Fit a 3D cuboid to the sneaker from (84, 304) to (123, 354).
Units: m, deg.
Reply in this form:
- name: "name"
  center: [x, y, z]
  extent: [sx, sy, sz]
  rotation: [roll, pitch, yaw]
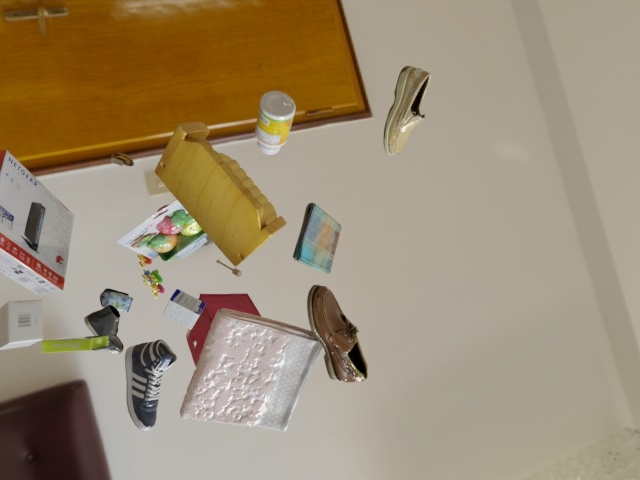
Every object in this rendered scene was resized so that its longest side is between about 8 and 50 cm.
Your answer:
- name: "sneaker"
  center: [-0.874, 0.380, 1.736]
  extent: [0.222, 0.118, 0.083]
  rotation: [64, -6, -28]

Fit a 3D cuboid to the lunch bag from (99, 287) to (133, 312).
- name: "lunch bag"
  center: [-1.060, 0.308, 2.132]
  extent: [0.151, 0.128, 0.096]
  rotation: [2, -109, 51]

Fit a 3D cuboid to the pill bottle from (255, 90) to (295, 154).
- name: "pill bottle"
  center: [-0.188, -0.458, 1.645]
  extent: [0.246, 0.136, 0.137]
  rotation: [119, -45, -59]

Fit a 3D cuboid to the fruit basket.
- name: "fruit basket"
  center: [-0.556, -0.044, 1.570]
  extent: [0.165, 0.327, 0.353]
  rotation: [52, -11, 3]

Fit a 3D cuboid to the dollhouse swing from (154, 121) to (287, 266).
- name: "dollhouse swing"
  center: [-0.225, -0.163, 1.189]
  extent: [0.347, 0.305, 0.315]
  rotation: [51, -43, -4]

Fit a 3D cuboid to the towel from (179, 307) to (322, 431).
- name: "towel"
  center: [-0.185, 0.371, 1.139]
  extent: [0.332, 0.316, 0.053]
  rotation: [-67, -159, 11]

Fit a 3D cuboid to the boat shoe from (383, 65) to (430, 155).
- name: "boat shoe"
  center: [0.187, -0.266, 0.879]
  extent: [0.072, 0.068, 0.190]
  rotation: [30, -50, 31]

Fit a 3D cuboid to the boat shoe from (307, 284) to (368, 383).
- name: "boat shoe"
  center: [0.055, 0.247, 1.093]
  extent: [0.104, 0.111, 0.308]
  rotation: [-1, -58, 32]

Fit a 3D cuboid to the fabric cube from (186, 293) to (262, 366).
- name: "fabric cube"
  center: [-0.443, 0.423, 1.912]
  extent: [0.254, 0.258, 0.258]
  rotation: [49, -57, 44]

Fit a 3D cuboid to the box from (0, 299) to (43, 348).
- name: "box"
  center: [-0.965, 0.270, 1.318]
  extent: [0.170, 0.091, 0.130]
  rotation: [-21, -106, 40]

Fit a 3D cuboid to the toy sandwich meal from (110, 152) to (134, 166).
- name: "toy sandwich meal"
  center: [-0.757, -0.303, 1.574]
  extent: [0.086, 0.085, 0.029]
  rotation: [109, -5, -64]

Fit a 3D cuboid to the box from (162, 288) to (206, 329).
- name: "box"
  center: [-0.569, 0.287, 1.718]
  extent: [0.126, 0.137, 0.072]
  rotation: [-52, -166, 38]

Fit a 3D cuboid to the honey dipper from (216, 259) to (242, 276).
- name: "honey dipper"
  center: [-0.427, 0.123, 1.910]
  extent: [0.160, 0.030, 0.031]
  rotation: [26, -44, 32]

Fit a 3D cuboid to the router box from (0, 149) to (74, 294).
- name: "router box"
  center: [-0.889, -0.043, 1.231]
  extent: [0.336, 0.082, 0.301]
  rotation: [81, -3, -59]

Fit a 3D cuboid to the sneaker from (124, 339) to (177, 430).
- name: "sneaker"
  center: [-0.555, 0.471, 1.371]
  extent: [0.099, 0.153, 0.283]
  rotation: [39, 32, -68]

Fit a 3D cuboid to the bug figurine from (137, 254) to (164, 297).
- name: "bug figurine"
  center: [-0.903, 0.182, 2.206]
  extent: [0.216, 0.072, 0.279]
  rotation: [49, -34, 20]

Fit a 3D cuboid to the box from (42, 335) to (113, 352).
- name: "box"
  center: [-0.792, 0.340, 1.353]
  extent: [0.109, 0.178, 0.043]
  rotation: [91, -4, -83]

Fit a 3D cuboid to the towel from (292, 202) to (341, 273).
- name: "towel"
  center: [0.000, 0.000, 1.944]
  extent: [0.370, 0.040, 0.272]
  rotation: [31, 72, -61]
